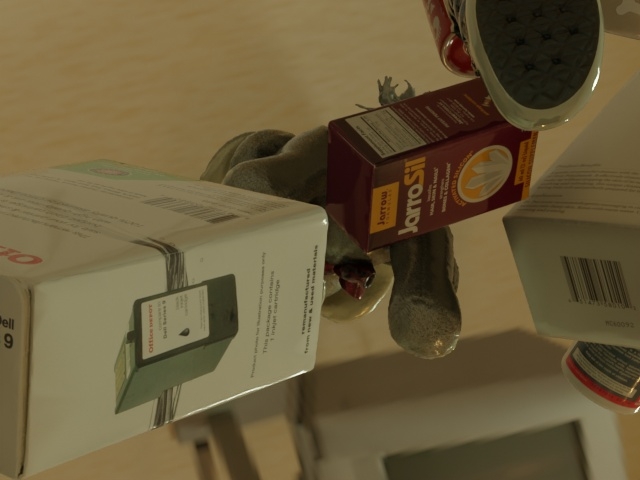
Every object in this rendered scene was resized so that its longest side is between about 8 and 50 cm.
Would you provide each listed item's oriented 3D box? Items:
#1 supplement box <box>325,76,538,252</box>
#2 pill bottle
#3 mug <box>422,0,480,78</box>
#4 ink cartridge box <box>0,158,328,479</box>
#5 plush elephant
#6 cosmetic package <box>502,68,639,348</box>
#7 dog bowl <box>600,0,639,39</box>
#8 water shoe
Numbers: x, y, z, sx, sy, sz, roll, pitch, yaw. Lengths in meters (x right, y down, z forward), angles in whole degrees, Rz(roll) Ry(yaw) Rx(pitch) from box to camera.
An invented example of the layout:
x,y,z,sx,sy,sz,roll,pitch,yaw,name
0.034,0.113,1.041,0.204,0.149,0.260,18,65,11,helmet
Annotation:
x,y,z,sx,sy,sz,roll,pitch,yaw,name
0.104,-0.074,1.510,0.081,0.188,0.104,47,-34,41,supplement box
0.358,0.095,1.814,0.180,0.108,0.108,-61,-145,23,pill bottle
0.143,-0.269,1.742,0.113,0.150,0.169,-54,-145,44,mug
-0.164,0.035,1.035,0.211,0.289,0.121,14,-74,33,ink cartridge box
0.000,0.000,1.692,0.255,0.272,0.330,-49,-167,39,plush elephant
0.371,-0.057,1.665,0.197,0.365,0.155,6,-53,42,cosmetic package
0.227,-0.262,1.354,0.349,0.349,0.102,-126,-134,-56,dog bowl
0.107,-0.131,0.898,0.080,0.073,0.203,93,-9,-56,water shoe
